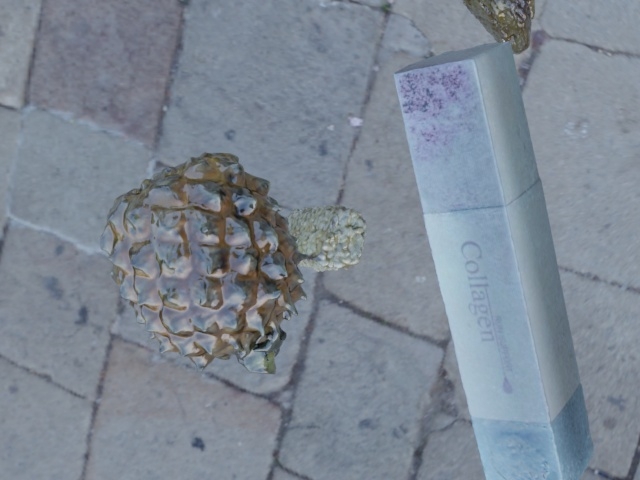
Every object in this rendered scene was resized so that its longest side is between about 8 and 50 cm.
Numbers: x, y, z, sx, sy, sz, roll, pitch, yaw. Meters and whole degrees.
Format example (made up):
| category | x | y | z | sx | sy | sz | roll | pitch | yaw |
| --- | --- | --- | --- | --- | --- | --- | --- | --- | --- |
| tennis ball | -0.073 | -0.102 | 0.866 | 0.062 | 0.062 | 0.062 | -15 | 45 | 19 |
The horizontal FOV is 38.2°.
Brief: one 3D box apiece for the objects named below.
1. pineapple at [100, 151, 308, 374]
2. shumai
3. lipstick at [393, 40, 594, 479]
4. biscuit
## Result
| category | x | y | z | sx | sy | sz | roll | pitch | yaw |
| --- | --- | --- | --- | --- | --- | --- | --- | --- | --- |
| pineapple | -0.086 | 0.028 | 0.768 | 0.166 | 0.166 | 0.193 | -26 | 92 | 25 |
| shumai | 0.221 | -0.287 | 1.090 | 0.123 | 0.139 | 0.105 | 49 | 118 | 1 |
| lipstick | 0.127 | 0.025 | 0.654 | 0.066 | 0.068 | 0.317 | -3 | 108 | 38 |
| biscuit | 0.000 | 0.000 | 1.145 | 0.070 | 0.168 | 0.082 | 19 | 83 | -21 |
